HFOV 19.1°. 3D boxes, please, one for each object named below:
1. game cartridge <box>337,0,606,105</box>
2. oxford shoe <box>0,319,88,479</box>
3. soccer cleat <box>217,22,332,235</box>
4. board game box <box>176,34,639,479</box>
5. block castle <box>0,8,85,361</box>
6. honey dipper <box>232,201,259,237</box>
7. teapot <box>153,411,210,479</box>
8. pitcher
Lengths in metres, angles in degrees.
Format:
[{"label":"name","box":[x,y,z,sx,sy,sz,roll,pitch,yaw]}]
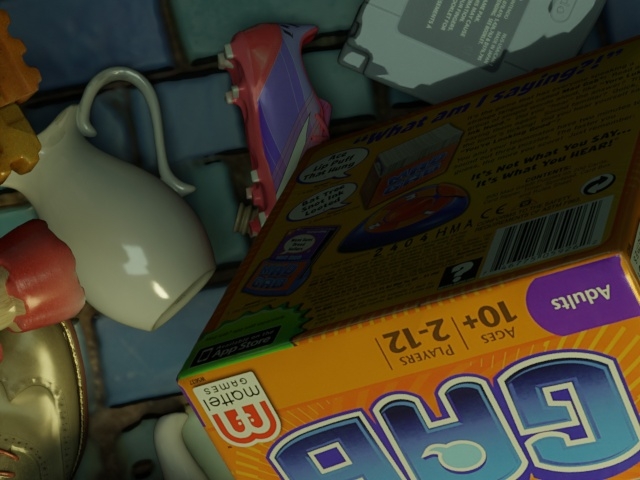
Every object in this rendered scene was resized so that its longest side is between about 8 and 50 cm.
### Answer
[{"label":"game cartridge","box":[0.161,-0.253,1.673,0.198,0.062,0.297,23,101,-6]},{"label":"oxford shoe","box":[-0.291,0.225,1.750,0.123,0.130,0.348,9,101,2]},{"label":"soccer cleat","box":[-0.024,-0.073,1.692,0.095,0.083,0.248,-12,87,-11]},{"label":"board game box","box":[0.168,0.104,1.504,0.356,0.356,0.356,-17,115,27]},{"label":"block castle","box":[-0.378,-0.097,1.580,0.213,0.303,0.453,-27,88,-31]},{"label":"honey dipper","box":[0.000,0.000,1.743,0.161,0.030,0.030,16,102,-2]},{"label":"teapot","box":[-0.191,0.312,1.708,0.252,0.256,0.187,-43,94,15]},{"label":"pitcher","box":[-0.175,-0.038,1.707,0.178,0.125,0.207,-44,85,-5]}]
